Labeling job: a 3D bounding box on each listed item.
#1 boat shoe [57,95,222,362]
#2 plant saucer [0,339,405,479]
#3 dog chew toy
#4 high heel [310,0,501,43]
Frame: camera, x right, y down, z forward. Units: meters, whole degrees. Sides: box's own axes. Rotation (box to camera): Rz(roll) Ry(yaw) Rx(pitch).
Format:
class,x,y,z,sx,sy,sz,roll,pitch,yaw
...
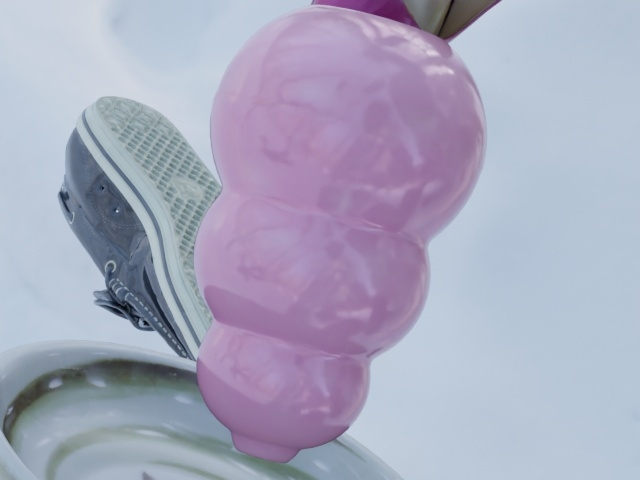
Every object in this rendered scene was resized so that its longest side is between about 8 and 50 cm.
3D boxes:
class,x,y,z,sx,sy,sz,roll,pitch,yaw
boat shoe,-0.162,0.039,1.982,0.187,0.156,0.500,8,36,-43
plant saucer,-0.093,0.214,1.351,0.400,0.100,0.400,22,16,-6
dog chew toy,0.000,0.000,1.295,0.207,0.332,0.206,14,0,0
high heel,0.142,-0.246,1.419,0.377,0.181,0.127,-50,119,-20
